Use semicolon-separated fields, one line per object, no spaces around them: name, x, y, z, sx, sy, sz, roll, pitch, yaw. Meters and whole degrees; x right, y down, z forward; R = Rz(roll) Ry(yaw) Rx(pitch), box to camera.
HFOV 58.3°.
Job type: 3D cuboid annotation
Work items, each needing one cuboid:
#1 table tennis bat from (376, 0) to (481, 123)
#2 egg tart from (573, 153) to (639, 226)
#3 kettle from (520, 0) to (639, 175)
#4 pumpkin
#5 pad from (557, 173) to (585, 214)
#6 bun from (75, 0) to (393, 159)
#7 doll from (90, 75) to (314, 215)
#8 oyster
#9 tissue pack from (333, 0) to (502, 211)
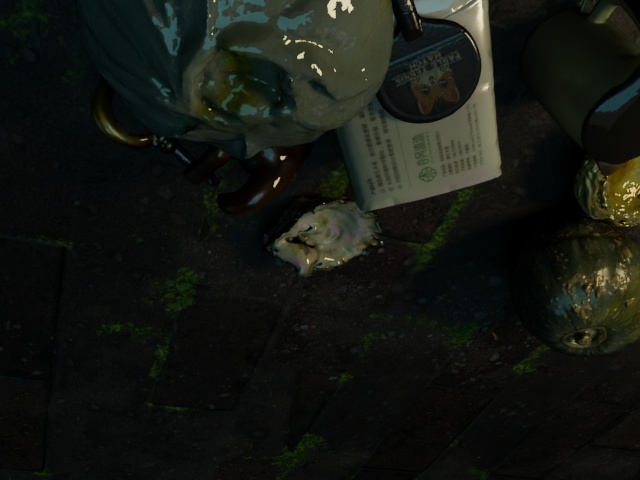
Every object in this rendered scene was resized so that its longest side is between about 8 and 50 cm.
table tennis bat;0.131;-0.257;0.769;0.150;0.027;0.236;-20;132;13
egg tart;0.633;-0.146;1.122;0.288;0.118;0.288;-4;132;-5
kettle;0.442;-0.267;0.901;0.165;0.255;0.240;1;131;-4
pumpkin;0.564;0.096;1.240;0.291;0.257;0.328;-14;140;22
pad;0.599;-0.102;1.237;0.157;0.003;0.112;-4;132;-3
bun;-0.093;-0.230;0.648;0.361;0.211;0.362;1;154;0
doll;-0.160;-0.215;0.935;0.318;0.209;0.340;-49;129;-7
oyster;0.000;-0.006;1.198;0.259;0.092;0.198;-23;131;2
tissue pack;0.137;-0.252;0.917;0.266;0.194;0.356;-14;131;6
